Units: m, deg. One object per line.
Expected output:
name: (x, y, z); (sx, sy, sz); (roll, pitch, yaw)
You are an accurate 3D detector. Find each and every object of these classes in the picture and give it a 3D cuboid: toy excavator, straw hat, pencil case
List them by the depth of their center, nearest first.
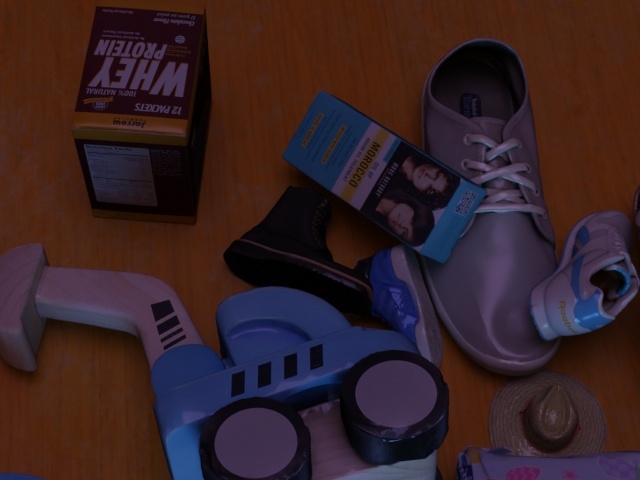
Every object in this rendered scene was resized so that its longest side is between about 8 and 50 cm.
pencil case: (0.277, 0.275, 1.335); (0.273, 0.113, 0.124); (0, 36, -1)
toy excavator: (-0.120, 0.146, 1.368); (0.433, 0.222, 0.445); (-17, 49, -11)
straw hat: (0.257, 0.197, 1.406); (0.145, 0.061, 0.144); (0, 60, -1)

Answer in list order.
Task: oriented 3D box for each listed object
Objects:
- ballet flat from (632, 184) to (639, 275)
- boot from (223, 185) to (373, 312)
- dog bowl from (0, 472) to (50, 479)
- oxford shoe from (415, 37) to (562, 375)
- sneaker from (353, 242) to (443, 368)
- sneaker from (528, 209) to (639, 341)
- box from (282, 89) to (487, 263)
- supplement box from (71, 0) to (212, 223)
ballet flat: (0.400, 0.036, 1.427); (0.108, 0.106, 0.316); (-33, 29, 23)
boot: (0.000, 0.000, 1.482); (0.198, 0.076, 0.137); (20, 55, 29)
dog bowl: (-0.375, 0.298, 1.279); (0.297, 0.166, 0.074); (2, 49, 0)
oxford shoe: (0.199, -0.057, 1.512); (0.169, 0.130, 0.449); (0, 63, -7)
sneaker: (0.084, 0.087, 1.470); (0.085, 0.058, 0.152); (-19, 87, 24)
sneaker: (0.323, 0.037, 1.448); (0.092, 0.087, 0.228); (-14, 23, 38)
box: (0.071, -0.078, 1.498); (0.244, 0.060, 0.100); (36, 100, 35)
supplement box: (-0.206, -0.153, 1.513); (0.129, 0.194, 0.191); (4, 61, 0)
